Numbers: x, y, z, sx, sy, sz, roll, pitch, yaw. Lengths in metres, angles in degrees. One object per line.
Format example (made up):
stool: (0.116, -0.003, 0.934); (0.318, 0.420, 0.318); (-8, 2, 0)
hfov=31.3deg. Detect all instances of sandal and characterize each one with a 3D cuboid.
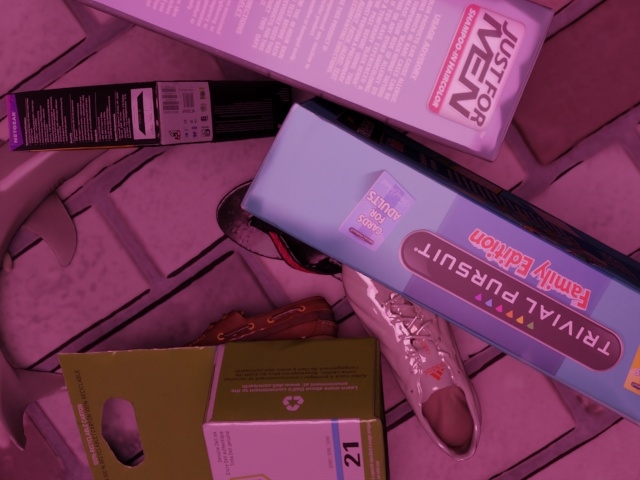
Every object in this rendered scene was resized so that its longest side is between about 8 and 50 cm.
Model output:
sandal: (0.000, 0.000, 0.934); (0.179, 0.040, 0.067); (23, 101, 0)

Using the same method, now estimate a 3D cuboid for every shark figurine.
shark figurine: (-0.266, 0.013, 0.921); (0.166, 0.116, 0.278); (14, 97, 3)

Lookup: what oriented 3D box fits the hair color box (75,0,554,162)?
hair color box: (-0.033, -0.180, 0.837); (0.374, 0.185, 0.114); (22, 100, 0)

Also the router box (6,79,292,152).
router box: (-0.120, -0.093, 0.842); (0.133, 0.179, 0.046); (1, 97, 29)

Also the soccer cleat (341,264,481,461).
soccer cleat: (0.079, 0.086, 0.911); (0.068, 0.076, 0.196); (-28, 105, 6)

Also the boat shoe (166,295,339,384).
boat shoe: (-0.067, 0.091, 0.949); (0.177, 0.064, 0.060); (-14, 64, 14)

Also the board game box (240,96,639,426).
board game box: (0.122, 0.009, 0.821); (0.336, 0.254, 0.079); (28, 100, 0)

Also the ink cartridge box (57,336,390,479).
ink cartridge box: (-0.074, 0.181, 0.904); (0.255, 0.097, 0.189); (-3, 125, 4)
